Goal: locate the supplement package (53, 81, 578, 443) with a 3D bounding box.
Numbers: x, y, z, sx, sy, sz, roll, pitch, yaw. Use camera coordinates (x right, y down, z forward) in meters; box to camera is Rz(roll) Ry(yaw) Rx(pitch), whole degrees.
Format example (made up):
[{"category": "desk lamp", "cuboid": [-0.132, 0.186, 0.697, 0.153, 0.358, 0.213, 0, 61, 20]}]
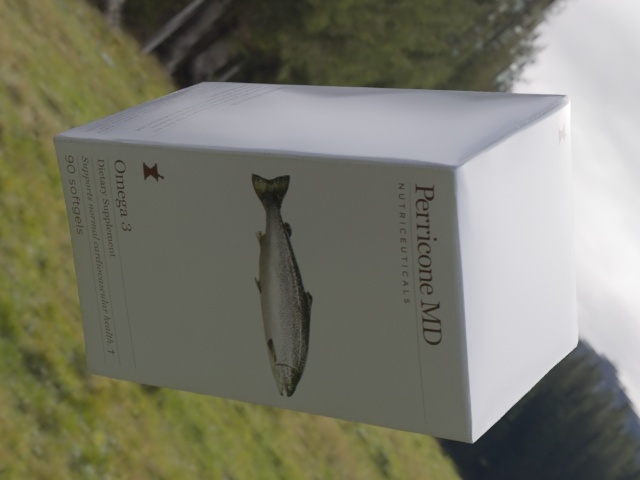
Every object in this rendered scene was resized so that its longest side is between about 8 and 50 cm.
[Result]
[{"category": "supplement package", "cuboid": [0.000, 0.000, 0.560, 0.105, 0.179, 0.105, -29, 119, -53]}]
